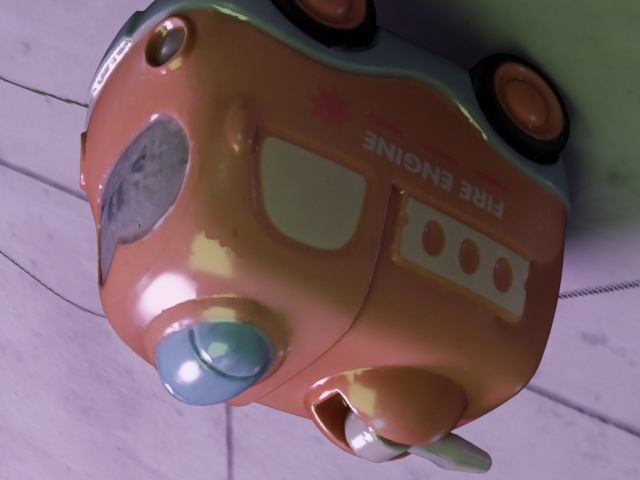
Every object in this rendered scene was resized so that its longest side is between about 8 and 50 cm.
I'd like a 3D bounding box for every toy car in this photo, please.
[{"bbox_3d":[0.000,0.000,0.538,0.270,0.212,0.180,25,141,-22],"label":"toy car"}]
